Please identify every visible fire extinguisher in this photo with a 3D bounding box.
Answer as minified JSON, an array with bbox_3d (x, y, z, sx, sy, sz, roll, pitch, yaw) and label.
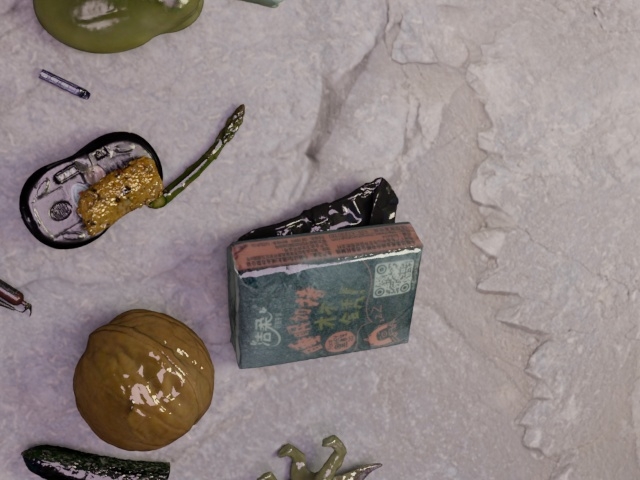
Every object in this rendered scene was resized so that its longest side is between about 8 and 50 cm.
[{"bbox_3d":[-0.506,0.091,1.377,0.100,0.046,0.032,37,100,-14],"label":"fire extinguisher"}]

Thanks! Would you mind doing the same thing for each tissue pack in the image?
[{"bbox_3d":[0.006,0.093,1.437,0.316,0.103,0.227,-7,128,-14],"label":"tissue pack"}]

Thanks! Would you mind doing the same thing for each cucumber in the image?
[{"bbox_3d":[-0.379,0.389,1.440,0.245,0.067,0.067,13,93,-14],"label":"cucumber"}]

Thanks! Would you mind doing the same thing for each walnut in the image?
[{"bbox_3d":[-0.283,0.222,1.373,0.228,0.228,0.227,-2,97,-14],"label":"walnut"}]

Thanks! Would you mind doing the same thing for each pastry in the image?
[{"bbox_3d":[-0.309,-0.070,1.314,0.140,0.056,0.080,-31,120,-26],"label":"pastry"}]

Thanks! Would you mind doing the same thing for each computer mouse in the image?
[{"bbox_3d":[-0.366,-0.081,1.367,0.233,0.096,0.137,-31,112,-20],"label":"computer mouse"}]

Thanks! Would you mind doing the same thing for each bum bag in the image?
[{"bbox_3d":[0.000,0.000,1.482,0.310,0.074,0.137,-23,117,-4],"label":"bum bag"}]

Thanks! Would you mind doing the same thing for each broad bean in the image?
[{"bbox_3d":[-0.314,-0.390,1.331,0.263,0.121,0.189,-11,98,-11],"label":"broad bean"}]

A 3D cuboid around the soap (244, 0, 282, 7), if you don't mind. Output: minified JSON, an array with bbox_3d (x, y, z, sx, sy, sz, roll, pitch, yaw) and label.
[{"bbox_3d":[-0.099,-0.492,1.402,0.115,0.063,0.198,12,94,-14],"label":"soap"}]

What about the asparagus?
[{"bbox_3d":[-0.200,-0.135,1.438,0.236,0.027,0.034,-47,116,-4],"label":"asparagus"}]

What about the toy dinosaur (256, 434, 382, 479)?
[{"bbox_3d":[-0.036,0.452,1.530,0.294,0.077,0.162,-30,108,6],"label":"toy dinosaur"}]

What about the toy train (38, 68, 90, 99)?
[{"bbox_3d":[-0.409,-0.250,1.375,0.083,0.017,0.017,25,91,-16],"label":"toy train"}]
